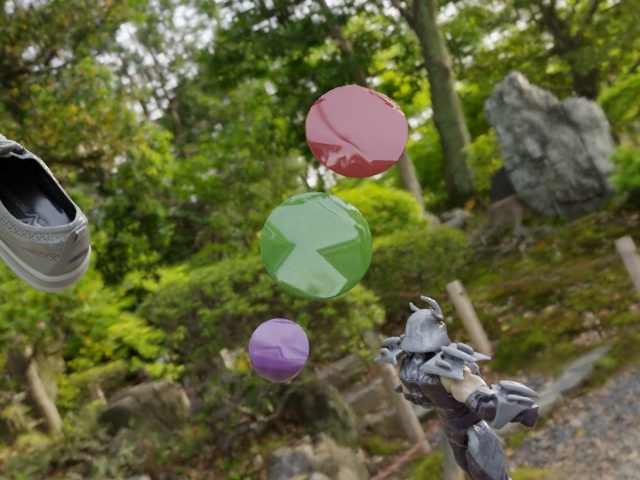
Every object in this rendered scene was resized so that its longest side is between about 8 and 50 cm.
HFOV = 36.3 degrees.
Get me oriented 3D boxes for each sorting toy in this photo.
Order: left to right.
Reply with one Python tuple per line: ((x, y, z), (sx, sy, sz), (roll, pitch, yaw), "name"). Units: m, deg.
((0.000, 0.000, 1.158), (0.127, 0.365, 0.126), (19, -18, 2), "sorting toy")

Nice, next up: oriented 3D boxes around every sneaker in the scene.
((-0.325, -0.079, 0.953), (0.105, 0.281, 0.115), (-51, 2, -39), "sneaker")

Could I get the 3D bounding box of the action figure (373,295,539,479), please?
((0.143, 0.182, 0.930), (0.099, 0.284, 0.185), (-24, 9, -12), "action figure")
